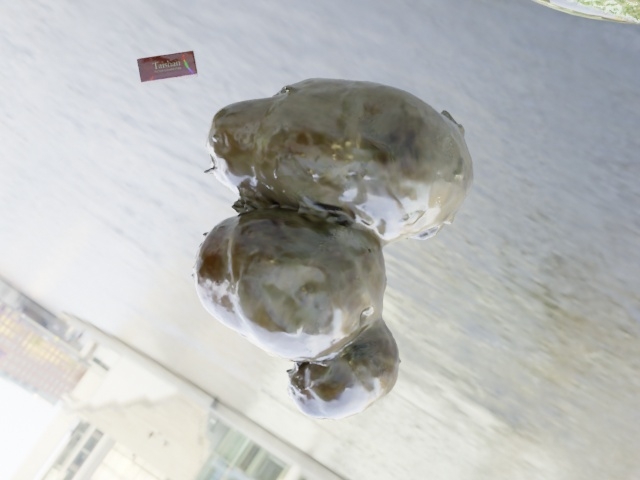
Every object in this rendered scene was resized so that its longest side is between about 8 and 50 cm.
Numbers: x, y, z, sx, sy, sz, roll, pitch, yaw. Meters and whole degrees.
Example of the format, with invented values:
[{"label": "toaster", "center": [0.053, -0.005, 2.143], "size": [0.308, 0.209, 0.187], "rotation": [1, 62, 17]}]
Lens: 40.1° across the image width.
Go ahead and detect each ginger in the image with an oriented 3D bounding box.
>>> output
[{"label": "ginger", "center": [0.000, 0.000, 0.777], "size": [0.244, 0.304, 0.155], "rotation": [18, 176, -16]}]

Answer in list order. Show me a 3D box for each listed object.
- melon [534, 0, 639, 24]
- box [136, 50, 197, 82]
[{"label": "melon", "center": [0.084, -0.167, 0.391], "size": [0.160, 0.128, 0.079], "rotation": [56, 139, 39]}, {"label": "box", "center": [-0.140, -0.159, 0.812], "size": [0.082, 0.051, 0.023], "rotation": [-128, 30, -78]}]
